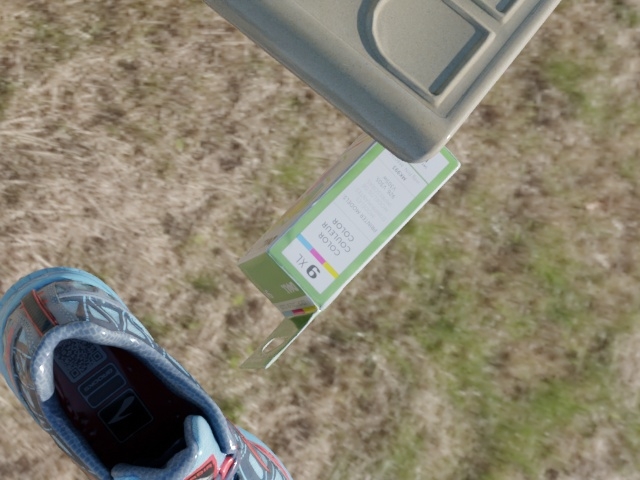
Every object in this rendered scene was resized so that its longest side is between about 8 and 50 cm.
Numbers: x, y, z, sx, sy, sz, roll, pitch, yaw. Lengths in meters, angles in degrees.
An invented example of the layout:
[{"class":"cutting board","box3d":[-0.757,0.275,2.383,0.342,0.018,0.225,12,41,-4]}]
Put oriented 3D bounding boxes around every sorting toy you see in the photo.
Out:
[{"class":"sorting toy","box3d":[0.012,-0.220,0.715,0.307,0.041,0.229,39,69,2]}]

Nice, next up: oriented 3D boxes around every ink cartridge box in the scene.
[{"class":"ink cartridge box","box3d":[0.000,0.000,0.787,0.062,0.109,0.209,46,75,-7]}]

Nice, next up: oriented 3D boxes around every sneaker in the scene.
[{"class":"sneaker","box3d":[-0.089,0.133,0.602,0.104,0.125,0.262,-45,108,-10]}]
